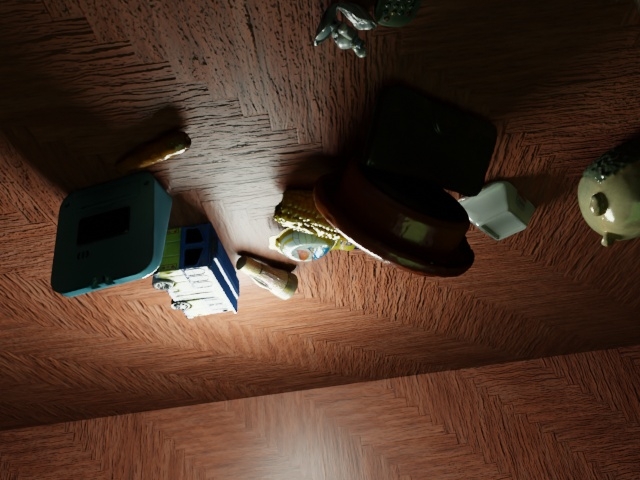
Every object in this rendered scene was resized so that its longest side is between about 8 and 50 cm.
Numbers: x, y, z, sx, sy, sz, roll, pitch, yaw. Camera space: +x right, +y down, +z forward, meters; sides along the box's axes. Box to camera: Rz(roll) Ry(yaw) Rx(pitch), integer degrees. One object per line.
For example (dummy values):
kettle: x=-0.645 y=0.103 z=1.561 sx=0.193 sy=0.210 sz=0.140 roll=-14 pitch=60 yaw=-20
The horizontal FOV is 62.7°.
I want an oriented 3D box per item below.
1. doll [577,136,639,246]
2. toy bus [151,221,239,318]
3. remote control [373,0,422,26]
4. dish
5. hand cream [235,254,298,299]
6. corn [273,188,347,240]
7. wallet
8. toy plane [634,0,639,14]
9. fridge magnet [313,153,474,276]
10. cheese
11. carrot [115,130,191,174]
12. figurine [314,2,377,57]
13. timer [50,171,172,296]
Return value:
doll: x=0.779 y=-0.131 z=1.193 sx=0.350 sy=0.247 sz=0.247 roll=-26 pitch=145 yaw=14
toy bus: x=-0.324 y=0.088 z=1.388 sx=0.175 sy=0.138 sz=0.287 roll=-8 pitch=148 yaw=2
remote control: x=0.134 y=-0.414 z=0.772 sx=0.072 sy=0.042 sz=0.222 roll=0 pitch=149 yaw=-12
dish: x=0.459 y=-0.070 z=1.378 sx=0.154 sy=0.064 sz=0.234 roll=-29 pitch=141 yaw=32
hand cream: x=-0.157 y=0.098 z=1.508 sx=0.084 sy=0.083 sz=0.203 roll=-29 pitch=136 yaw=30
corn: x=0.067 y=-0.053 z=1.269 sx=0.364 sy=0.120 sz=0.120 roll=6 pitch=146 yaw=-19
wallet: x=0.228 y=-0.193 z=1.053 sx=0.310 sy=0.042 sz=0.165 roll=12 pitch=99 yaw=-30
toy plane: x=0.491 y=-0.427 z=0.779 sx=0.251 sy=0.101 sz=0.255 roll=-23 pitch=149 yaw=22
fridge magnet: x=0.158 y=-0.052 z=1.088 sx=0.364 sy=0.363 sz=0.155 roll=12 pitch=119 yaw=-29
cheese: x=0.000 y=0.000 z=1.381 sx=0.271 sy=0.069 sz=0.177 roll=-2 pitch=148 yaw=-9
carrot: x=-0.343 y=-0.170 z=1.057 sx=0.191 sy=0.047 sz=0.047 roll=-20 pitch=146 yaw=20
figurine: x=0.043 y=-0.336 z=0.838 sx=0.086 sy=0.094 sz=0.082 roll=26 pitch=103 yaw=0
timer: x=-0.435 y=-0.004 z=1.107 sx=0.232 sy=0.249 sz=0.091 roll=-13 pitch=147 yaw=9
